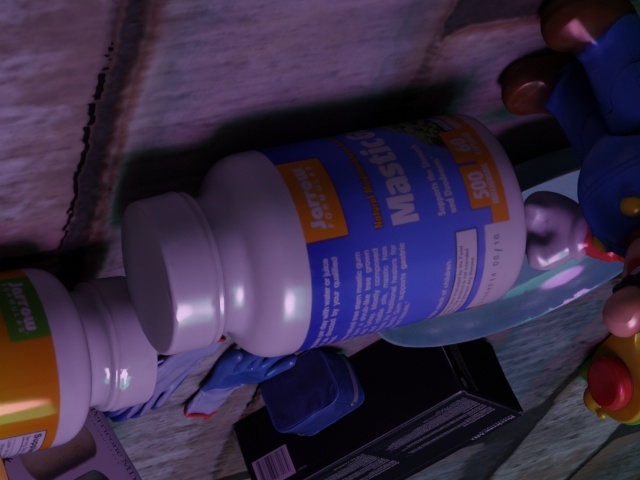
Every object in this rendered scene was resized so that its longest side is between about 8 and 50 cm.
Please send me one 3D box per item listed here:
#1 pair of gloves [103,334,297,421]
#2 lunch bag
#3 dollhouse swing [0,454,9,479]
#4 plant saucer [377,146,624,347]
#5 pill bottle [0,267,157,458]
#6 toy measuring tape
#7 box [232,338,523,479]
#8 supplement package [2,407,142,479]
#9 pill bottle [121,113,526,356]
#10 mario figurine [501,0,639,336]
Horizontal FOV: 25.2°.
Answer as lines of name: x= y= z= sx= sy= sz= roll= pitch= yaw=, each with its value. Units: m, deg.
pair of gloves: x=-0.118 y=0.135 z=1.386 sx=0.198 sy=0.023 sz=0.159 roll=3 pitch=145 yaw=-46
lunch bag: x=-0.009 y=0.160 z=1.476 sx=0.098 sy=0.067 sz=0.065 roll=-33 pitch=154 yaw=23
dollhouse swing: x=-0.377 y=0.094 z=0.755 sx=0.347 sy=0.304 sz=0.315 roll=-23 pitch=-167 yaw=-18
plant saucer: x=0.188 y=0.001 z=1.303 sx=0.318 sy=0.043 sz=0.317 roll=-19 pitch=155 yaw=-9
pill bottle: x=-0.250 y=0.093 z=1.042 sx=0.246 sy=0.136 sz=0.136 roll=-9 pitch=152 yaw=-28
toy measuring tape: x=0.421 y=0.142 z=1.763 sx=0.121 sy=0.121 sz=0.330 roll=-9 pitch=152 yaw=-29
box: x=0.065 y=0.200 z=1.582 sx=0.261 sy=0.103 sz=0.184 roll=-32 pitch=151 yaw=17
supplement package: x=-0.282 y=0.289 z=1.249 sx=0.198 sy=0.199 sz=0.263 roll=-32 pitch=176 yaw=18
pill bottle: x=0.000 y=0.000 z=1.054 sx=0.272 sy=0.152 sz=0.152 roll=-12 pitch=154 yaw=-24
mario figurine: x=0.214 y=-0.017 z=1.000 sx=0.170 sy=0.320 sz=0.198 roll=-28 pitch=155 yaw=10
